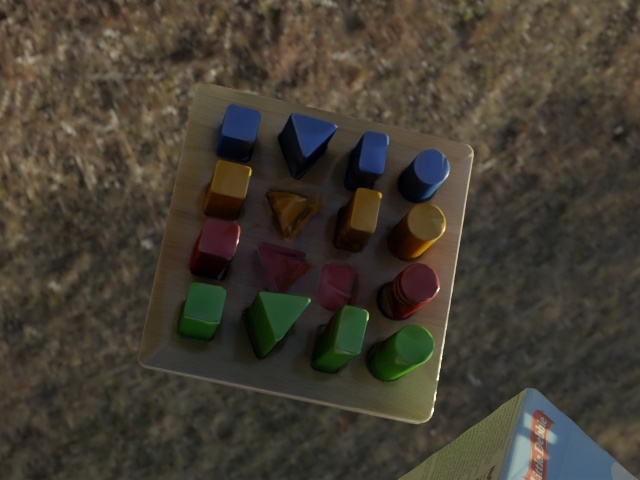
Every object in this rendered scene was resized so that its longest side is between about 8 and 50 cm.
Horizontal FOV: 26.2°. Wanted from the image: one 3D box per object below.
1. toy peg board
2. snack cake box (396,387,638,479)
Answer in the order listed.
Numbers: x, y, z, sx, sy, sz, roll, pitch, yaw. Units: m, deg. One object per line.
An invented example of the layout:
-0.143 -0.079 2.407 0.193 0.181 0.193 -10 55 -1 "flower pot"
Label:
0.000 0.000 0.725 0.161 0.160 0.079 13 166 -7 "toy peg board"
0.052 0.207 0.618 0.089 0.264 0.152 41 127 -9 "snack cake box"
